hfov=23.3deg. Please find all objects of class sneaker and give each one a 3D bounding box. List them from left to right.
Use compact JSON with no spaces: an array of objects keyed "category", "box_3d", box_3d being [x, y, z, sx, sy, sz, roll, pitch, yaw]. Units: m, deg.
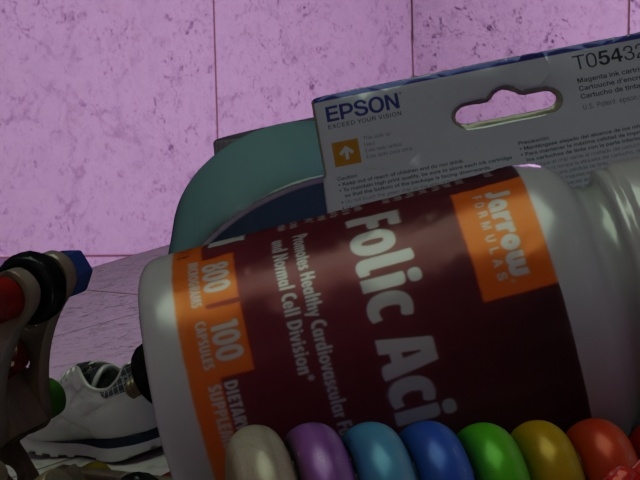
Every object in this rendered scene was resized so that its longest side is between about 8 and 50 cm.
[{"category":"sneaker","box_3d":[-0.239,0.167,1.578,0.235,0.095,0.090,-7,10,44]}]

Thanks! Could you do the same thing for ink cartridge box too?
[{"category":"ink cartridge box","box_3d":[0.176,0.011,1.263,0.324,0.330,0.071,-10,-22,5]}]

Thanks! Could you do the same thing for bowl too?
[{"category":"bowl","box_3d":[-0.018,0.007,1.481,0.311,0.311,0.163,-13,46,-10]}]

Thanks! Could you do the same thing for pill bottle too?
[{"category":"pill bottle","box_3d":[0.087,0.073,1.096,0.392,0.224,0.224,-15,7,2]}]

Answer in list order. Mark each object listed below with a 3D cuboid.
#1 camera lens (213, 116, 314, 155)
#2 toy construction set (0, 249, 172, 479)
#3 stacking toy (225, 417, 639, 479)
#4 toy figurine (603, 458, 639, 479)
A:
[{"category":"camera lens","box_3d":[0.000,0.000,1.781,0.219,0.274,0.219,-11,7,1]},{"category":"toy construction set","box_3d":[-0.259,0.182,1.229,0.237,0.257,0.309,-28,22,27]},{"category":"stacking toy","box_3d":[0.113,0.159,0.956,0.330,0.141,0.141,-9,6,-10]},{"category":"toy figurine","box_3d":[0.246,0.162,0.724,0.191,0.217,0.362,-34,-25,-36]}]
